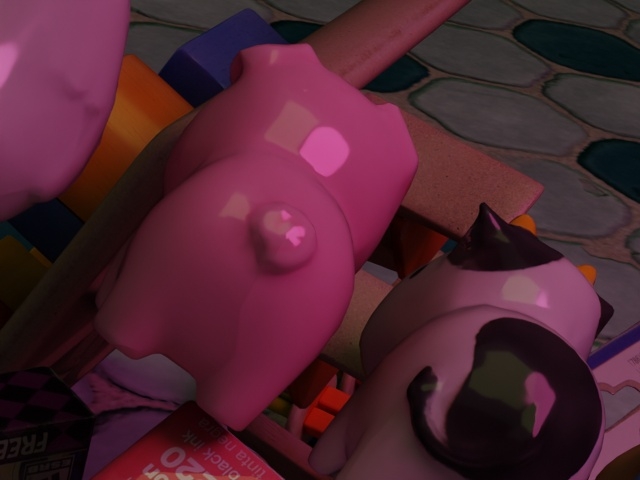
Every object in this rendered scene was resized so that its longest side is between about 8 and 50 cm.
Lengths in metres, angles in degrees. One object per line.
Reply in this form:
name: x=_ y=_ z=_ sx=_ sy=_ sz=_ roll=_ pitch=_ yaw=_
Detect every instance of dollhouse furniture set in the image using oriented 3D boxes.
dollhouse furniture set: x=0.020 y=0.116 z=0.798 sx=0.135 sy=0.262 sz=0.259 roll=29 pitch=61 yaw=25

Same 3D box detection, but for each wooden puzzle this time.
wooden puzzle: x=-0.101 y=-0.006 z=0.874 sx=0.080 sy=0.348 sz=0.322 roll=47 pitch=27 yaw=0

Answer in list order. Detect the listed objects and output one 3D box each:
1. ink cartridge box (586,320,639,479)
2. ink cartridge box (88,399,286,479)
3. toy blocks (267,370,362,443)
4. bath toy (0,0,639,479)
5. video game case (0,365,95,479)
ink cartridge box: x=0.211 y=0.190 z=0.805 sx=0.332 sy=0.065 sz=0.165 roll=48 pitch=34 yaw=15
ink cartridge box: x=-0.093 y=0.175 z=0.573 sx=0.092 sy=0.158 sz=0.218 roll=39 pitch=57 yaw=18
toy blocks: x=0.028 y=0.094 z=1.060 sx=0.148 sy=0.054 sz=0.123 roll=24 pitch=24 yaw=18
bath toy: x=0.000 y=0.000 z=0.606 sx=0.348 sy=0.129 sz=0.151 roll=36 pitch=2 yaw=-12
video game case: x=-0.197 y=0.153 z=0.601 sx=0.232 sy=0.210 sz=0.042 roll=-6 pitch=31 yaw=-41
